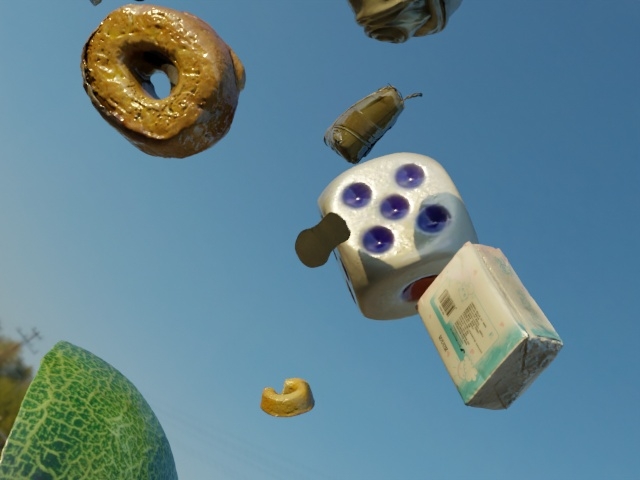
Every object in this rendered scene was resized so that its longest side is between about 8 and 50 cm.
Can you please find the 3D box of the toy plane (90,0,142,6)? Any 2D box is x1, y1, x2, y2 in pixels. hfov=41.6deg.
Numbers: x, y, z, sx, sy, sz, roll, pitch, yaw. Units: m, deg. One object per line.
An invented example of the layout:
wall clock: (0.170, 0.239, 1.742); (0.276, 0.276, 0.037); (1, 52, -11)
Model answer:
toy plane: (-0.258, -0.414, 1.179); (0.101, 0.255, 0.251); (63, 20, 14)

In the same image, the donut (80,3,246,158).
donut: (-0.310, -0.312, 1.645); (0.317, 0.299, 0.150); (4, -3, 11)

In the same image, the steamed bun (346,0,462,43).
steamed bun: (0.148, -0.437, 1.571); (0.211, 0.144, 0.218); (6, -6, 29)

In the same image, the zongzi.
zongzi: (0.085, -0.242, 1.619); (0.081, 0.189, 0.178); (44, 2, -21)

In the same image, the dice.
dice: (0.182, -0.008, 1.967); (0.277, 0.304, 0.304); (72, -4, -59)

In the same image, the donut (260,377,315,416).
donut: (-0.061, 0.302, 1.628); (0.097, 0.108, 0.043); (15, -64, 44)

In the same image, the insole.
insole: (0.000, 0.000, 1.348); (0.065, 0.004, 0.197); (50, -29, 2)

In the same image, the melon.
melon: (-0.310, 0.310, 1.067); (0.343, 0.226, 0.331); (-150, -140, -78)

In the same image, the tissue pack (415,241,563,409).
tissue pack: (0.310, 0.160, 1.588); (0.124, 0.201, 0.271); (18, 31, -32)
